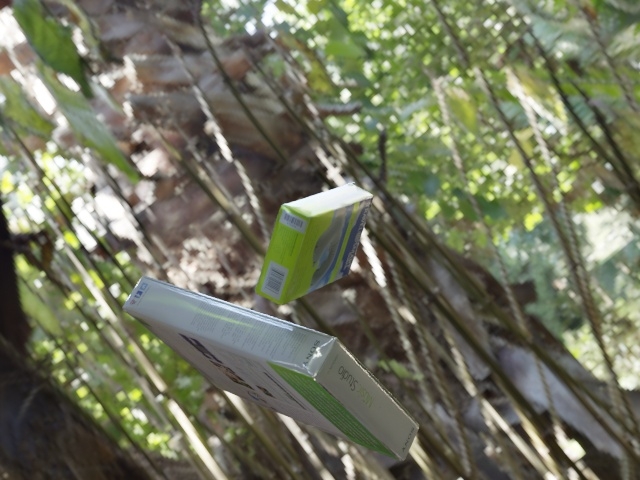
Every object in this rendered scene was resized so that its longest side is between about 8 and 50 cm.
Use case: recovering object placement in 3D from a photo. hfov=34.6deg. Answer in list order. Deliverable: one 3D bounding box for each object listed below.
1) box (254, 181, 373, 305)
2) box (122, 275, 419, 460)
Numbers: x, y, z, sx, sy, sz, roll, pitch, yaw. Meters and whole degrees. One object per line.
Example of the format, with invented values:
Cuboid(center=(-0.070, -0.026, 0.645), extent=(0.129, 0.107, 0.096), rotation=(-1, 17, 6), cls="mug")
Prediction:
Cuboid(center=(0.000, 0.000, 1.148), extent=(0.178, 0.042, 0.109), rotation=(-22, -46, -60), cls="box")
Cuboid(center=(-0.061, 0.153, 1.250), extent=(0.058, 0.322, 0.232), rotation=(-59, -41, -18), cls="box")
